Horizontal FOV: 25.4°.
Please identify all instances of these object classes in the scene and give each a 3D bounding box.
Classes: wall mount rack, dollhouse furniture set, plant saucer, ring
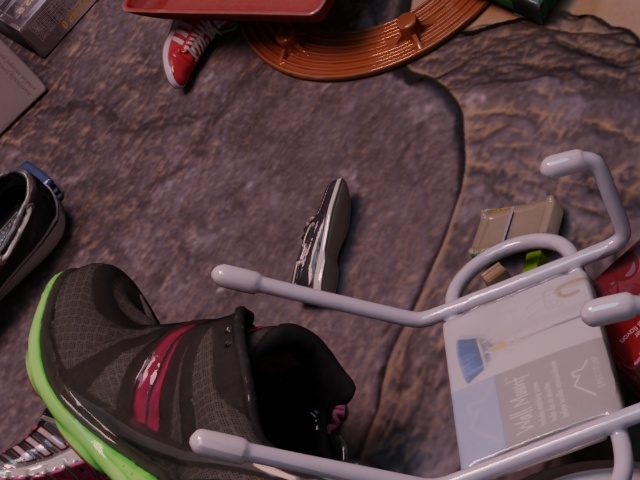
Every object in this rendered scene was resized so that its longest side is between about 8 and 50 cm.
[{"bbox_3d":[0.079,0.069,0.982,0.304,0.130,0.350,-22,27,13],"label":"wall mount rack"},{"bbox_3d":[0.165,0.033,1.193,0.076,0.058,0.152,-14,33,31],"label":"dollhouse furniture set"},{"bbox_3d":[-0.048,-0.322,1.498,0.258,0.048,0.259,7,60,34],"label":"plant saucer"},{"bbox_3d":[0.056,-0.310,1.489,0.336,0.032,0.337,-15,53,20],"label":"ring"}]

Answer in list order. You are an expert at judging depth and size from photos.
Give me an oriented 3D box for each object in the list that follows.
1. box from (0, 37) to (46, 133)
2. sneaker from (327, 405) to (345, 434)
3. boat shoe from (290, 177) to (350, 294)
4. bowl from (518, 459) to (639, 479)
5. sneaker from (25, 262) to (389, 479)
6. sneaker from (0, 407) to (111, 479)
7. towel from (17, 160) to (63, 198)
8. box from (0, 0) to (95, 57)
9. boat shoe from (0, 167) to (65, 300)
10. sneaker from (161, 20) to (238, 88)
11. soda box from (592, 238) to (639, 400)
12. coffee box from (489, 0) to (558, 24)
[{"bbox_3d":[-0.444,-0.184,1.595,0.182,0.181,0.119,-44,48,-4],"label":"box"},{"bbox_3d":[-0.020,0.169,1.185,0.047,0.057,0.119,2,61,28],"label":"sneaker"},{"bbox_3d":[0.000,0.000,1.300,0.038,0.046,0.125,0,67,25],"label":"boat shoe"},{"bbox_3d":[0.194,0.264,0.874,0.298,0.134,0.298,-2,66,5],"label":"bowl"},{"bbox_3d":[-0.079,0.141,1.130,0.202,0.185,0.483,-49,41,-1],"label":"sneaker"},{"bbox_3d":[-0.251,0.192,1.303,0.170,0.063,0.075,-17,52,13],"label":"sneaker"},{"bbox_3d":[-0.335,-0.028,1.526,0.119,0.029,0.067,-49,50,-6],"label":"towel"},{"bbox_3d":[-0.320,-0.348,1.721,0.183,0.056,0.231,32,78,40],"label":"box"},{"bbox_3d":[-0.380,0.056,1.426,0.113,0.105,0.306,42,83,18],"label":"boat shoe"},{"bbox_3d":[-0.128,-0.217,1.526,0.067,0.042,0.118,-12,52,28],"label":"sneaker"},{"bbox_3d":[0.317,0.007,1.073,0.263,0.092,0.083,-42,47,-2],"label":"soda box"},{"bbox_3d":[0.212,-0.307,1.369,0.113,0.040,0.184,30,76,23],"label":"coffee box"}]
